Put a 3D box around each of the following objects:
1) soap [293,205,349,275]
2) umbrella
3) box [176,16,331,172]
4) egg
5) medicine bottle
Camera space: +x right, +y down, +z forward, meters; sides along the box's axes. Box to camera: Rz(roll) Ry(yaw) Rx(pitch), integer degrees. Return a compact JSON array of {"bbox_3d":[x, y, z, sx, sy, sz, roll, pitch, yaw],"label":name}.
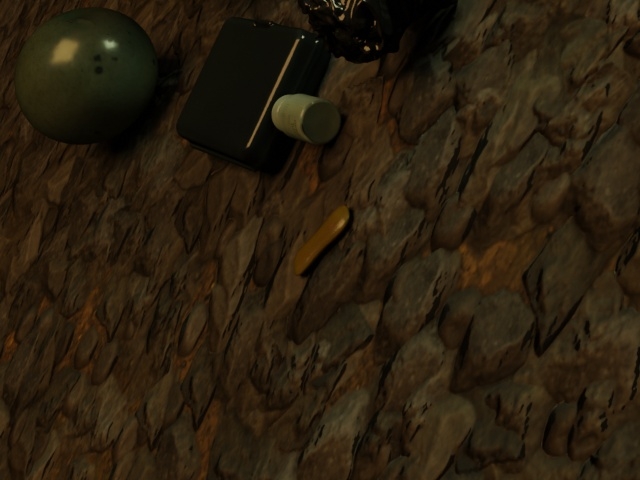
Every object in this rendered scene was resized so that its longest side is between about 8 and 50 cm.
[{"bbox_3d":[0.000,0.000,1.713,0.089,0.012,0.034,-48,30,30],"label":"soap"},{"bbox_3d":[0.104,-0.316,1.702,0.128,0.154,0.336,23,66,26],"label":"umbrella"},{"bbox_3d":[-0.077,-0.162,1.955,0.160,0.050,0.230,-65,26,-1],"label":"box"},{"bbox_3d":[-0.299,-0.208,2.265,0.236,0.169,0.169,-17,52,54],"label":"egg"},{"bbox_3d":[-0.015,-0.124,1.812,0.047,0.047,0.083,-65,25,-2],"label":"medicine bottle"}]
